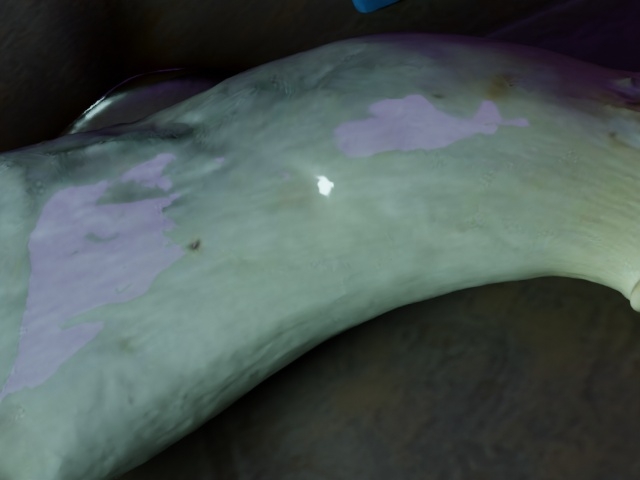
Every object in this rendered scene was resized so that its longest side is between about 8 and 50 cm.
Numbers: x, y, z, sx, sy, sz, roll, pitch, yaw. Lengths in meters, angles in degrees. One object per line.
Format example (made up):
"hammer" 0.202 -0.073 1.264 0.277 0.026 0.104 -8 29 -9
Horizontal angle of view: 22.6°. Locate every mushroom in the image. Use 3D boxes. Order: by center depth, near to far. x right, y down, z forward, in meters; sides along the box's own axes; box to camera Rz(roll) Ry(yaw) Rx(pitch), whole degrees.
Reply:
"mushroom" 0.001 0.000 0.683 0.397 0.126 0.177 -22 55 4

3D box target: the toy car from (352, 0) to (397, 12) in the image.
"toy car" 0.032 -0.209 0.884 0.097 0.100 0.191 -22 65 3
